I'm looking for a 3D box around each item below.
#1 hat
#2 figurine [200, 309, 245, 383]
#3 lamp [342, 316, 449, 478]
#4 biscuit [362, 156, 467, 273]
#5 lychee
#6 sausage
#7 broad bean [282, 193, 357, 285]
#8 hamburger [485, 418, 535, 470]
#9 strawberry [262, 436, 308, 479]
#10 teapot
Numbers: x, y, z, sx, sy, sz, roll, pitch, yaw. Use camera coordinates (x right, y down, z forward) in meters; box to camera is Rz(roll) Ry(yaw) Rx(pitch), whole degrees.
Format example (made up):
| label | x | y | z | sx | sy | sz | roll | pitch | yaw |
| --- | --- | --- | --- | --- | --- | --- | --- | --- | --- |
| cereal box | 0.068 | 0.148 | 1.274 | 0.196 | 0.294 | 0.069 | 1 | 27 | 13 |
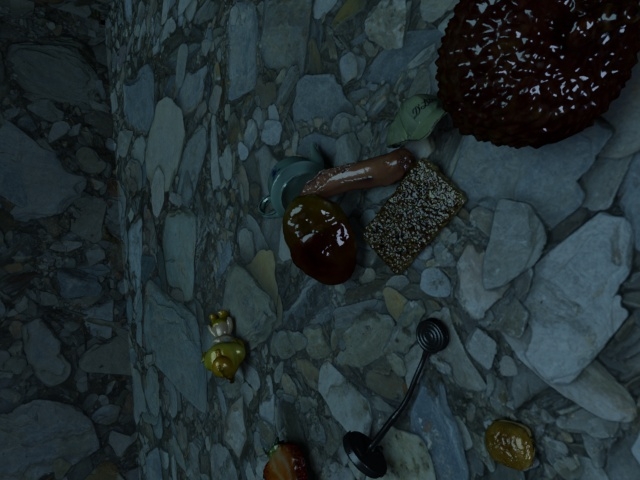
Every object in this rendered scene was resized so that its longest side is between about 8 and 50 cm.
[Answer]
| label | x | y | z | sx | sy | sz | roll | pitch | yaw |
| --- | --- | --- | --- | --- | --- | --- | --- | --- | --- |
| hat | 0.187 | -0.230 | 0.856 | 0.081 | 0.122 | 0.166 | 54 | 177 | -19 |
| figurine | -0.318 | 0.345 | 1.469 | 0.156 | 0.131 | 0.246 | -21 | 51 | 7 |
| lamp | 0.150 | 0.329 | 0.908 | 0.130 | 0.108 | 0.371 | 48 | 125 | 39 |
| biscuit | 0.181 | -0.045 | 0.913 | 0.131 | 0.025 | 0.231 | 49 | 127 | 21 |
| lychee | 0.292 | -0.260 | 0.618 | 0.300 | 0.264 | 0.264 | -173 | 84 | -74 |
| sausage | 0.070 | -0.135 | 0.989 | 0.304 | 0.078 | 0.078 | -12 | 81 | 35 |
| broad bean | 0.001 | 0.001 | 1.020 | 0.156 | 0.122 | 0.228 | -9 | 124 | 24 |
| hamburger | 0.319 | 0.344 | 0.758 | 0.083 | 0.044 | 0.076 | -14 | 80 | 46 |
| strawberry | -0.083 | 0.616 | 1.206 | 0.192 | 0.085 | 0.140 | -9 | 65 | 46 |
| teapot | -0.070 | -0.144 | 1.142 | 0.232 | 0.159 | 0.159 | -47 | 52 | 8 |
